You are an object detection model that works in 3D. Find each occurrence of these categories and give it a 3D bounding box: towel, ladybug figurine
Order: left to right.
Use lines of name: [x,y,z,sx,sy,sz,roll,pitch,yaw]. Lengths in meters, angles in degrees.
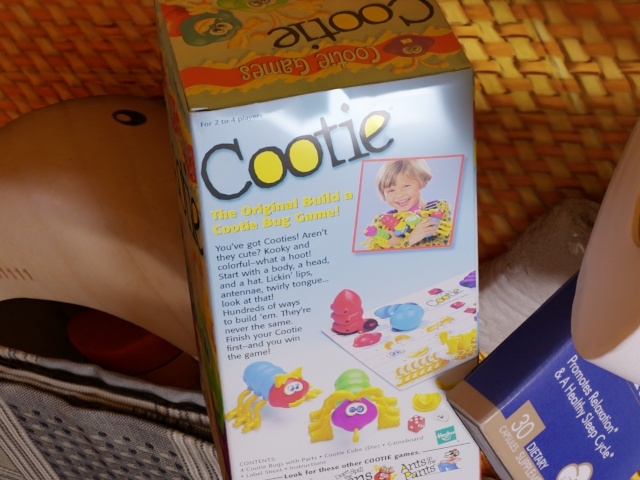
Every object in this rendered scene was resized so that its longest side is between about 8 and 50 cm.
towel: [-0.102,0.166,1.323,0.312,0.056,0.324,14,153,22]
ladybug figurine: [-0.083,0.055,1.328,0.305,0.162,0.449,3,146,32]
towel: [0.231,0.074,1.249,0.282,0.049,0.187,30,150,-10]

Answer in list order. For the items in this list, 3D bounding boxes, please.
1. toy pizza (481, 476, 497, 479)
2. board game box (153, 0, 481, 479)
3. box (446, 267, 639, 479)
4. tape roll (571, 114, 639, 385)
toy pizza: [0.193,0.270,1.565,0.201,0.032,0.201,50,164,20]
board game box: [0.000,0.000,1.046,0.144,0.142,0.275,-9,127,-8]
box: [0.181,0.052,1.071,0.036,0.225,0.136,37,168,43]
tape roll: [0.241,-0.021,0.861,0.169,0.246,0.246,26,152,-5]
